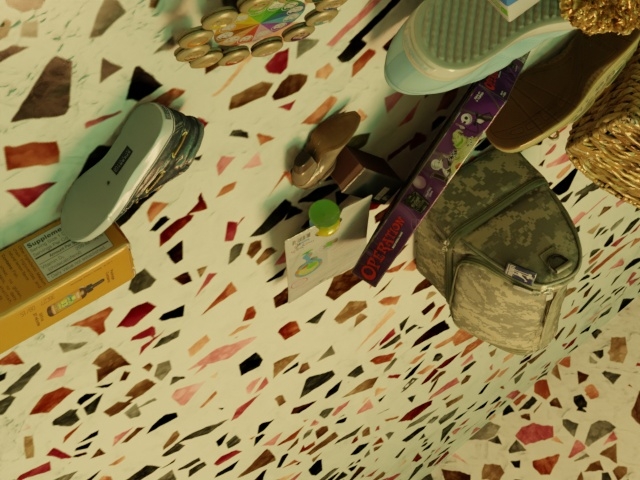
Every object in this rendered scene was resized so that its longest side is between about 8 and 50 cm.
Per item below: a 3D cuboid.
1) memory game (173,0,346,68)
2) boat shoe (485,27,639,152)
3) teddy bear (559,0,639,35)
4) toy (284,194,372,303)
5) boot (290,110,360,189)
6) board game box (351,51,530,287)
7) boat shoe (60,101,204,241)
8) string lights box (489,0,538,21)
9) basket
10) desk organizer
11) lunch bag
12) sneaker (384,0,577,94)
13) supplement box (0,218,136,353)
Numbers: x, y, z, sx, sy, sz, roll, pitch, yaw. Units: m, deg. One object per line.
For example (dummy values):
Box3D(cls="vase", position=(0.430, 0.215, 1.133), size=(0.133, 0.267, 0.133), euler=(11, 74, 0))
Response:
Box3D(cls="memory game", position=(-0.060, -0.214, 1.177), size=(0.186, 0.012, 0.186), euler=(-21, 173, -3))
Box3D(cls="boat shoe", position=(0.369, -0.225, 1.743), size=(0.285, 0.104, 0.089), euler=(-40, 153, 0))
Box3D(cls="teddy bear", position=(0.349, -0.390, 1.264), size=(0.245, 0.113, 0.338), euler=(40, 64, -63))
Box3D(cls="toy", position=(0.000, 0.000, 1.667), size=(0.137, 0.056, 0.237), euler=(-29, 163, -12))
Box3D(cls="boot", position=(0.008, -0.113, 1.514), size=(0.118, 0.042, 0.087), euler=(-37, 162, -2))
Box3D(cls="board game box", position=(0.166, -0.111, 1.615), size=(0.347, 0.056, 0.208), euler=(-57, 176, 35))
Box3D(cls="boat shoe", position=(-0.198, -0.066, 1.262), size=(0.183, 0.065, 0.083), euler=(-48, 153, 18))
Box3D(cls="string lights box", position=(0.173, -0.353, 1.202), size=(0.077, 0.133, 0.259), euler=(-37, 156, -1))
Box3D(cls="basket", position=(0.565, -0.184, 1.894), size=(0.213, 0.299, 0.223), euler=(-35, -148, 61))
Box3D(cls="desk organizer", position=(0.060, -0.090, 1.606), size=(0.047, 0.050, 0.130), euler=(-46, 155, 17))
Box3D(cls="lunch bag", position=(0.302, 0.031, 1.913), size=(0.212, 0.256, 0.305), euler=(-33, 155, -14))
Box3D(cls="sneaker", position=(0.222, -0.282, 1.442), size=(0.366, 0.135, 0.150), euler=(-24, 178, -27))
Box3D(cls="supplement box", position=(-0.321, 0.052, 1.284), size=(0.233, 0.080, 0.078), euler=(-29, 155, -19))
